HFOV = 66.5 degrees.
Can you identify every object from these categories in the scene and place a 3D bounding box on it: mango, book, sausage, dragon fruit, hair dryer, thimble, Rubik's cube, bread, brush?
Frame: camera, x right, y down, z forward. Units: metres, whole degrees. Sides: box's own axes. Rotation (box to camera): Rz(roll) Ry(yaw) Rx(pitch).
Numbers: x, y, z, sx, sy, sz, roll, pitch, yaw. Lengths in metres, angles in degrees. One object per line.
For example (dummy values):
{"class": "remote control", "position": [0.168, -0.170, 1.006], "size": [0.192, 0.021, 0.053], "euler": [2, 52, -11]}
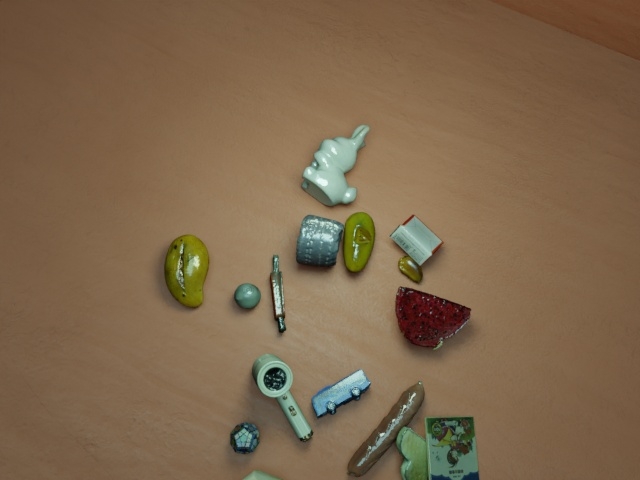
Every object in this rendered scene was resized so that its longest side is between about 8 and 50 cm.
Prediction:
{"class": "mango", "position": [-0.532, 0.117, 1.942], "size": [0.177, 0.120, 0.294], "euler": [-3, 72, -2]}
{"class": "book", "position": [0.483, 0.808, 1.770], "size": [0.229, 0.018, 0.322], "euler": [8, 69, -24]}
{"class": "sausage", "position": [0.253, 0.698, 1.806], "size": [0.088, 0.088, 0.433], "euler": [41, 75, 10]}
{"class": "dragon fruit", "position": [0.400, 0.306, 1.926], "size": [0.317, 0.152, 0.205], "euler": [19, 89, -11]}
{"class": "hair dryer", "position": [-0.122, 0.591, 1.787], "size": [0.128, 0.203, 0.361], "euler": [-30, 92, -15]}
{"class": "thimble", "position": [0.000, 0.000, 1.949], "size": [0.172, 0.236, 0.205], "euler": [9, 62, 2]}
{"class": "mango", "position": [0.155, 0.008, 2.002], "size": [0.130, 0.167, 0.261], "euler": [3, 74, 13]}
{"class": "Rubik's cube", "position": [-0.274, 0.715, 1.766], "size": [0.111, 0.111, 0.093], "euler": [33, 101, 8]}
{"class": "bread", "position": [0.352, 0.774, 1.776], "size": [0.173, 0.064, 0.231], "euler": [-14, 92, -25]}
{"class": "brush", "position": [-0.174, 0.210, 1.960], "size": [0.051, 0.070, 0.323], "euler": [-4, 69, -6]}
{"class": "mango", "position": [0.377, 0.117, 2.020], "size": [0.077, 0.063, 0.127], "euler": [-43, 83, 17]}

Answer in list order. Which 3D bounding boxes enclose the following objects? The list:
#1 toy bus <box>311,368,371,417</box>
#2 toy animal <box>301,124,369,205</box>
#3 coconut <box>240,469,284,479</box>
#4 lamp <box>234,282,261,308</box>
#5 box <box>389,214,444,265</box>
{"class": "toy bus", "position": [0.076, 0.579, 1.845], "size": [0.237, 0.079, 0.094], "euler": [-27, 59, -11]}
{"class": "toy animal", "position": [0.088, -0.327, 2.093], "size": [0.241, 0.196, 0.367], "euler": [27, 74, -1]}
{"class": "coconut", "position": [-0.205, 0.899, 1.648], "size": [0.241, 0.241, 0.241], "euler": [1, 71, -3]}
{"class": "lamp", "position": [-0.288, 0.219, 1.930], "size": [0.105, 0.105, 0.105], "euler": [1, 71, -3]}
{"class": "box", "position": [0.395, -0.002, 2.019], "size": [0.182, 0.099, 0.133], "euler": [43, 42, 8]}
